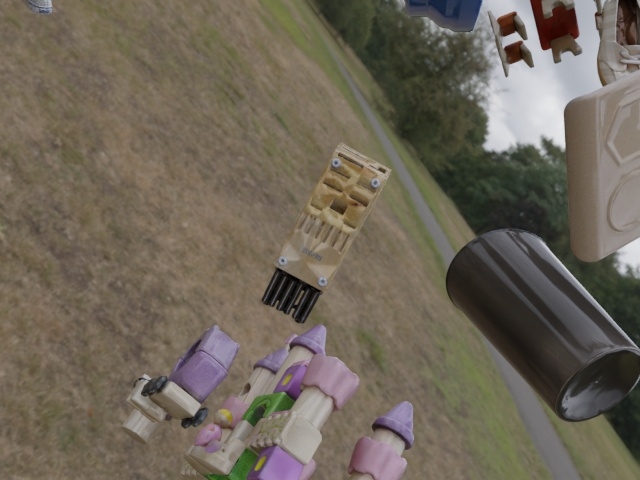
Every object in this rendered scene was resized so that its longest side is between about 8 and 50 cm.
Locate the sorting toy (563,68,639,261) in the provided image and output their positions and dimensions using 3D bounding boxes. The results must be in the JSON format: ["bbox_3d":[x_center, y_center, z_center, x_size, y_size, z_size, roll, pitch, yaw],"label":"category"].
[{"bbox_3d":[0.344,-0.096,0.706,0.038,0.208,0.193,-131,-159,-56],"label":"sorting toy"}]

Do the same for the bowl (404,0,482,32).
[{"bbox_3d":[0.133,-0.406,0.655,0.391,0.077,0.391,5,90,-83],"label":"bowl"}]

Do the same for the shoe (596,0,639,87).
[{"bbox_3d":[0.499,-0.328,1.115,0.058,0.076,0.219,81,12,-72],"label":"shoe"}]

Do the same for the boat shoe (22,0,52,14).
[{"bbox_3d":[-0.363,-0.316,0.841,0.035,0.035,0.100,-15,46,-43],"label":"boat shoe"}]

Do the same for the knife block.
[{"bbox_3d":[0.000,0.000,1.075,0.088,0.276,0.242,28,-1,0],"label":"knife block"}]

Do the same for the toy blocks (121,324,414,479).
[{"bbox_3d":[-0.059,0.194,0.873,0.309,0.288,0.260,43,58,-13],"label":"toy blocks"}]

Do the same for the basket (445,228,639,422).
[{"bbox_3d":[0.302,0.114,0.905,0.204,0.154,0.227,26,21,-36],"label":"basket"}]

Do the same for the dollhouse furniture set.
[{"bbox_3d":[0.469,-0.498,1.380,0.259,0.262,0.135,55,23,-46],"label":"dollhouse furniture set"}]
